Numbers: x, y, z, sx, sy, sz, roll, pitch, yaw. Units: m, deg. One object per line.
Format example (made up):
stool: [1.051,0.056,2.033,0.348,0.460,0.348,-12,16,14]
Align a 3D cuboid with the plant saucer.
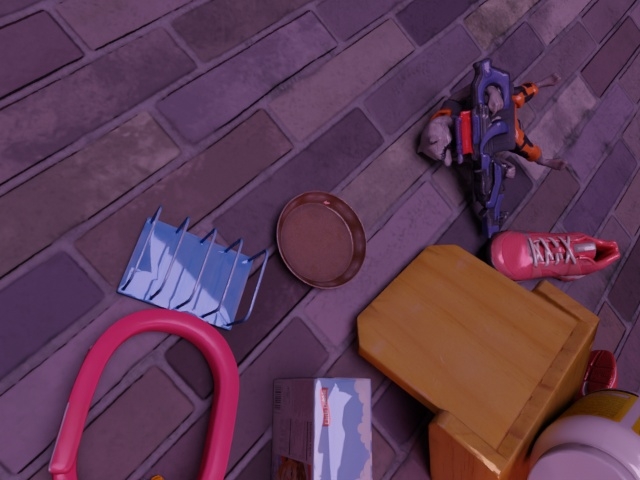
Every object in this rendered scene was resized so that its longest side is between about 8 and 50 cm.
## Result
plant saucer: [0.000,0.000,0.866,0.169,0.029,0.168,7,73,-25]

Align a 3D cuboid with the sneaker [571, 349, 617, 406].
sneaker: [0.569,0.344,1.051,0.128,0.087,0.221,46,62,-27]

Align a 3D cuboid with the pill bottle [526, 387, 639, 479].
pill bottle: [0.440,0.350,0.794,0.334,0.188,0.187,4,73,-51]

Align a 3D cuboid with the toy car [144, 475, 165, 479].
toy car: [-0.249,0.349,0.649,0.041,0.060,0.122,31,32,31]

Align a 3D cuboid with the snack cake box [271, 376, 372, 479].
snack cake box: [-0.002,0.324,0.705,0.089,0.152,0.264,8,73,-26]

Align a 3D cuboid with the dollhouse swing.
dollhouse swing: [0.261,0.236,0.919,0.347,0.305,0.315,-41,138,-30]

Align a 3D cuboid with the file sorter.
file sorter: [-0.175,0.039,0.722,0.170,0.104,0.118,23,66,-20]

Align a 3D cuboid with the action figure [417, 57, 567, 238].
action figure: [0.347,-0.190,1.059,0.330,0.178,0.341,-7,107,-22]

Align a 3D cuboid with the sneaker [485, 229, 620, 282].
sneaker: [0.474,0.019,1.044,0.314,0.136,0.115,0,75,-27]

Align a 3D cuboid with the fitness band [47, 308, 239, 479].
fitness band: [-0.214,0.230,0.656,0.209,0.054,0.290,20,56,-21]
